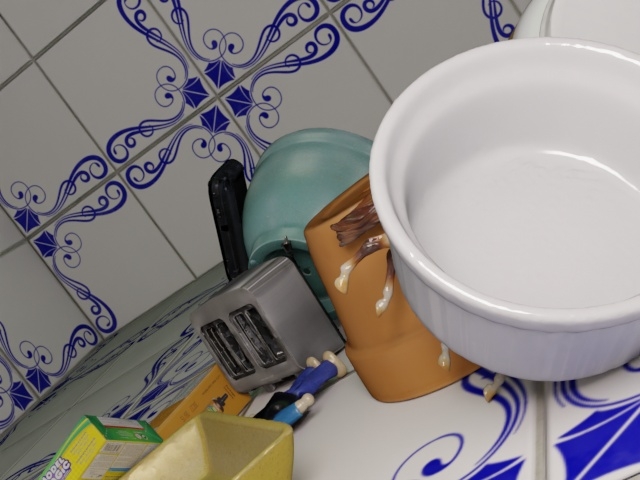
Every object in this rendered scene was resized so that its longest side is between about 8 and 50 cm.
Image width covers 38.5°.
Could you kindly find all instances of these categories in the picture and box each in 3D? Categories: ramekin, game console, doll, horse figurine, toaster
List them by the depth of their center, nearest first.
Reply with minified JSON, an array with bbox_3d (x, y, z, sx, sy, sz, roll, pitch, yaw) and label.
[{"bbox_3d":[0.181,-0.022,0.743,0.277,0.277,0.135,-38,-30,-19],"label":"ramekin"},{"bbox_3d":[0.130,0.023,0.867,0.174,0.263,0.066,-54,-16,0],"label":"horse figurine"},{"bbox_3d":[-0.043,0.208,1.129,0.189,0.046,0.129,-42,9,-40],"label":"doll"},{"bbox_3d":[-0.079,0.118,1.317,0.168,0.185,0.110,-27,7,45],"label":"toaster"},{"bbox_3d":[-0.126,0.030,1.552,0.044,0.361,0.213,-1,31,14],"label":"game console"}]

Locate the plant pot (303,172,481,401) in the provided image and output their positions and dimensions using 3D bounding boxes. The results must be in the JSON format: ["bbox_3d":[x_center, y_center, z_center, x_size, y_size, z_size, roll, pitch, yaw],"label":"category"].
[{"bbox_3d":[0.117,0.013,1.037,0.291,0.203,0.291,-35,7,5],"label":"plant pot"}]

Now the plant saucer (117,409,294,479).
[{"bbox_3d":[-0.185,0.319,0.950,0.333,0.081,0.333,-38,8,-23],"label":"plant saucer"}]

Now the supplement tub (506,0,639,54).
[{"bbox_3d":[0.300,-0.161,0.981,0.228,0.228,0.316,-36,-7,-6],"label":"supplement tub"}]

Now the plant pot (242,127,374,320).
[{"bbox_3d":[0.000,0.000,1.420,0.293,0.293,0.196,-29,25,40],"label":"plant pot"}]

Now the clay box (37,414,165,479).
[{"bbox_3d":[-0.300,0.319,1.122,0.222,0.053,0.127,-53,-29,4],"label":"clay box"}]

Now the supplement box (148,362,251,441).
[{"bbox_3d":[-0.193,0.269,1.293,0.080,0.078,0.233,-34,7,36],"label":"supplement box"}]
